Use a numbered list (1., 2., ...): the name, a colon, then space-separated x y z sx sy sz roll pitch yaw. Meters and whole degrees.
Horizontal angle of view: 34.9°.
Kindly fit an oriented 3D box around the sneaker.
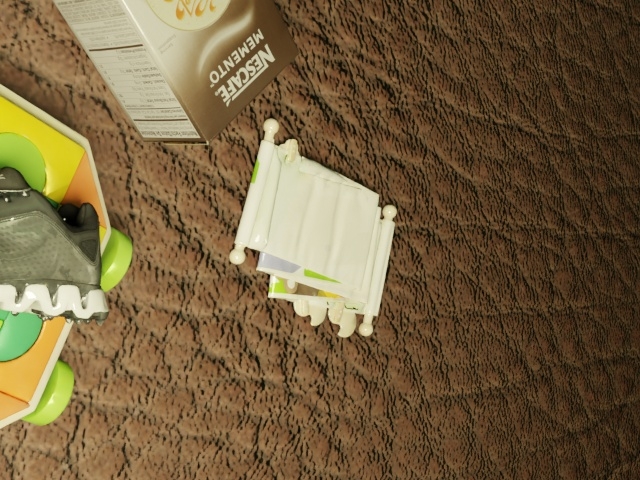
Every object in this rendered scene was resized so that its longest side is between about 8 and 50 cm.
1. sneaker: -0.240 -0.001 0.684 0.234 0.078 0.106 9 85 -49

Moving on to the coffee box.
1. coffee box: -0.138 -0.218 0.842 0.141 0.098 0.246 -50 126 -30

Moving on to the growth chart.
1. growth chart: 0.000 0.000 1.060 0.237 0.021 0.171 30 74 -43

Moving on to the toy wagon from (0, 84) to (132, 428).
1. toy wagon: -0.287 0.053 0.740 0.267 0.068 0.344 34 70 -42
